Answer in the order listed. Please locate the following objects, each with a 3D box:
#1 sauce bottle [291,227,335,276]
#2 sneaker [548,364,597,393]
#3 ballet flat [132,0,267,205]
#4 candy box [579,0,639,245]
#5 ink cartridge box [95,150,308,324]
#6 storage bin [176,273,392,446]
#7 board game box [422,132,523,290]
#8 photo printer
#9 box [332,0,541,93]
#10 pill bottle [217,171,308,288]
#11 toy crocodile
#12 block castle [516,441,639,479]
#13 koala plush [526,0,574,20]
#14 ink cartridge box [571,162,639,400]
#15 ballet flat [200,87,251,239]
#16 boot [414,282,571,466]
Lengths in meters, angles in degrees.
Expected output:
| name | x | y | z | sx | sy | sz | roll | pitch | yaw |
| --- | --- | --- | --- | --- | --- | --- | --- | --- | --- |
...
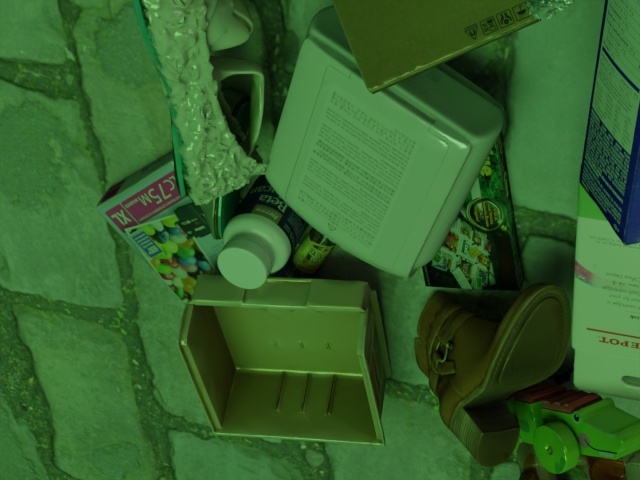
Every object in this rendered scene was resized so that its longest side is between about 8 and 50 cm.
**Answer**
| name | x | y | z | sx | sy | sz | roll | pitch | yaw |
| --- | --- | --- | --- | --- | --- | --- | --- | --- | --- |
| sauce bottle | 0.000 | 0.000 | 1.656 | 0.042 | 0.042 | 0.128 | 31 | 136 | -2 |
| sneaker | 0.350 | 0.213 | 1.682 | 0.069 | 0.038 | 0.098 | 25 | 125 | 6 |
| ballet flat | -0.137 | -0.215 | 1.401 | 0.147 | 0.147 | 0.409 | 11 | 140 | 16 |
| candy box | 0.407 | -0.174 | 1.150 | 0.268 | 0.122 | 0.317 | -12 | 132 | -12 |
| ink cartridge box | -0.160 | 0.017 | 1.735 | 0.186 | 0.065 | 0.311 | -26 | 116 | 39 |
| storage bin | -0.043 | 0.170 | 1.707 | 0.262 | 0.123 | 0.260 | 2 | 141 | 13 |
| board game box | 0.182 | -0.043 | 1.546 | 0.136 | 0.030 | 0.260 | 4 | 129 | 24 |
| photo printer | 0.065 | -0.103 | 1.457 | 0.256 | 0.107 | 0.307 | 35 | 142 | 12 |
| box | 0.114 | -0.273 | 1.288 | 0.201 | 0.021 | 0.164 | -22 | 87 | 14 |
| pill bottle | -0.073 | -0.015 | 1.589 | 0.094 | 0.169 | 0.094 | 13 | 132 | 14 |
| toy crocodile | 0.307 | 0.237 | 1.601 | 0.340 | 0.115 | 0.105 | -2 | 102 | 64 |
| block castle | 0.466 | 0.452 | 1.647 | 0.453 | 0.303 | 0.213 | 1 | 129 | 25 |
| koala plush | 0.235 | -0.325 | 1.146 | 0.203 | 0.221 | 0.196 | 4 | 130 | 22 |
| ink cartridge box | 0.418 | 0.037 | 1.441 | 0.207 | 0.119 | 0.353 | 9 | 131 | 19 |
| ballet flat | -0.139 | -0.105 | 1.598 | 0.068 | 0.072 | 0.213 | 19 | 116 | 16 |
| boot | 0.218 | 0.130 | 1.585 | 0.109 | 0.220 | 0.283 | -4 | 124 | -21 |
